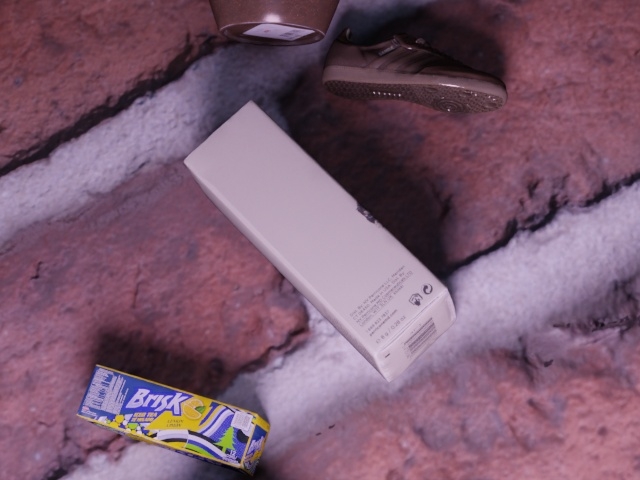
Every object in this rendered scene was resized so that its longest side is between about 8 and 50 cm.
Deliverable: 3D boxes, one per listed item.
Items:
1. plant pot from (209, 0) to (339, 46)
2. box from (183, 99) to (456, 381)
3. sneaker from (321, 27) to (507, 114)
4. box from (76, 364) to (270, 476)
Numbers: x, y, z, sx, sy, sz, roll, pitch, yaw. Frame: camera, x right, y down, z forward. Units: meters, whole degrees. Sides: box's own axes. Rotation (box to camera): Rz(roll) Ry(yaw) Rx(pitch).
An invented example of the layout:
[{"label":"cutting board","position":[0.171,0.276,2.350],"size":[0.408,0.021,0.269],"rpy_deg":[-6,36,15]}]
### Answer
[{"label":"plant pot","position":[-0.043,-0.319,1.415],"size":[0.215,0.215,0.230],"rpy_deg":[0,85,11]},{"label":"box","position":[0.000,0.000,1.329],"size":[0.094,0.113,0.275],"rpy_deg":[-42,70,-6]},{"label":"sneaker","position":[0.096,-0.175,1.395],"size":[0.188,0.066,0.071],"rpy_deg":[9,72,13]},{"label":"box","position":[-0.137,0.169,1.322],"size":[0.169,0.059,0.054],"rpy_deg":[16,76,15]}]
